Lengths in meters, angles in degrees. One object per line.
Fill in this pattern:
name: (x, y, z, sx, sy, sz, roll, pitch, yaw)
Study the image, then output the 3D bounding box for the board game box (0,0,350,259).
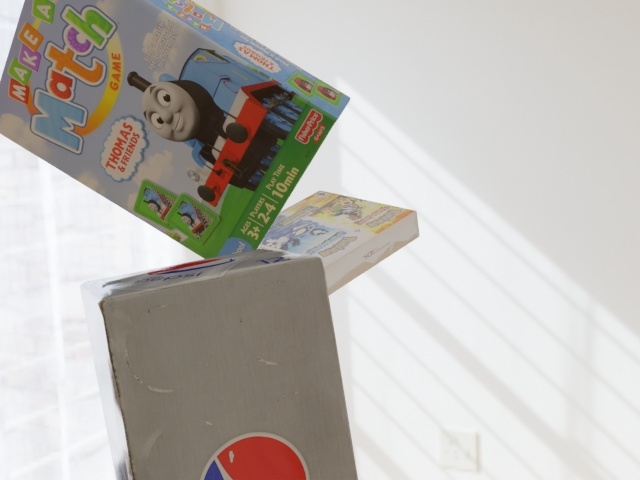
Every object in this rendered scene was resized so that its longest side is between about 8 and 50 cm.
board game box: (-0.109, -0.087, 0.647, 0.211, 0.160, 0.039, 32, 38, -2)

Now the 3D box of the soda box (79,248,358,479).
soda box: (-0.034, 0.151, 0.437, 0.098, 0.287, 0.091, -12, 5, -19)

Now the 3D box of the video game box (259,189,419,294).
video game box: (0.000, 0.000, 1.303, 0.187, 0.048, 0.205, 17, 35, 40)
